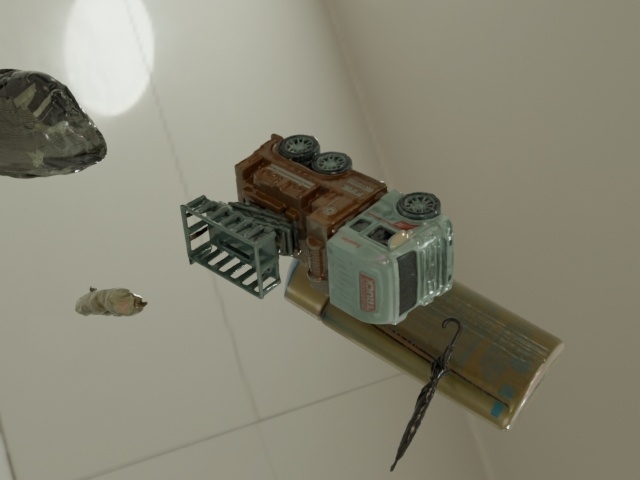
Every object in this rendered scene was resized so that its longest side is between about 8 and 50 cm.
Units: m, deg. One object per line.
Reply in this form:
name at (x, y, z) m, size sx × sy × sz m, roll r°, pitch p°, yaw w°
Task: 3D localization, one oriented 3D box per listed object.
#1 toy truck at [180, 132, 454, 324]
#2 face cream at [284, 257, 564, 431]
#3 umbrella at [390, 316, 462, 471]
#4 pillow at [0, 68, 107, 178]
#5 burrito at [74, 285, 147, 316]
toy truck at (0.000, -0.001, 0.812) m, size 0.177 × 0.115 × 0.080 m, roll 26°, pitch -45°, yaw 34°
face cream at (0.092, 0.074, 1.123) m, size 0.285 × 0.139 × 0.067 m, roll 30°, pitch -49°, yaw 18°
umbrella at (0.097, 0.139, 1.004) m, size 0.022 × 0.022 × 0.149 m, roll 19°, pitch -96°, yaw 12°
pillow at (-0.406, -0.154, 1.365) m, size 0.335 × 0.093 × 0.161 m, roll 11°, pitch -37°, yaw 30°
burrito at (-0.290, 0.087, 1.539) m, size 0.045 × 0.041 × 0.185 m, roll 49°, pitch -24°, yaw -16°
